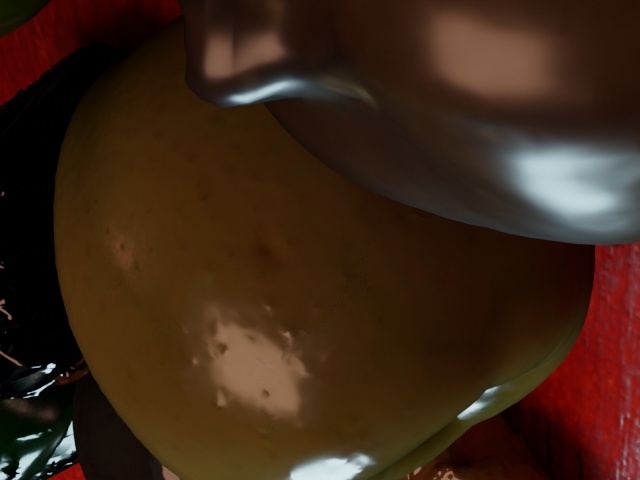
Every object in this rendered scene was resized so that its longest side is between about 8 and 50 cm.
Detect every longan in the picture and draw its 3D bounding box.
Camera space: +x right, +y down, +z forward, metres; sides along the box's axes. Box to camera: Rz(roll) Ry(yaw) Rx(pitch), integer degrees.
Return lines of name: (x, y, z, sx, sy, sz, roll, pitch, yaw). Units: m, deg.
longan: (0.085, -0.118, 0.707, 0.300, 0.300, 0.243, -2, 104, 43)

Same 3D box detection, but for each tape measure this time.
tape measure: (-0.161, -0.012, 1.092, 0.135, 0.223, 0.202, 36, 156, -10)

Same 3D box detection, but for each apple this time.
apple: (0.000, 0.000, 0.919, 0.279, 0.279, 0.279, 24, 144, 19)

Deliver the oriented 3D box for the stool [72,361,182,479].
stool: (-0.052, 0.080, 1.092, 0.153, 0.228, 0.139, 12, 150, -40)

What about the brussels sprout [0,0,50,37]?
brussels sprout: (-0.218, -0.208, 0.921, 0.244, 0.244, 0.244, 24, 144, 19)

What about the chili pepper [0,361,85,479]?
chili pepper: (-0.254, 0.081, 1.288, 0.248, 0.233, 0.257, 43, 140, -16)

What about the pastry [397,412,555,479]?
pastry: (0.073, 0.180, 1.220, 0.218, 0.100, 0.229, 39, 141, -9)
